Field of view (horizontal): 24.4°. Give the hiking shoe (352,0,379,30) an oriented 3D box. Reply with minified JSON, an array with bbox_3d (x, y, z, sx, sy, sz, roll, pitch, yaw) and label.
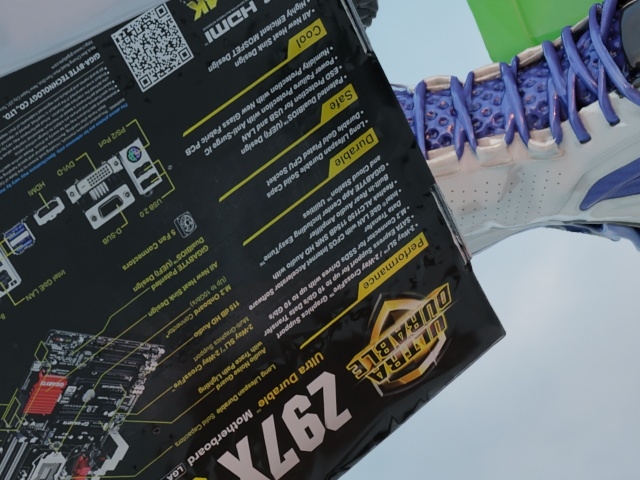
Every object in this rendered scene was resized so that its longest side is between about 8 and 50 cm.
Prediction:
[{"bbox_3d":[-0.069,-0.257,1.545,0.304,0.132,0.113,-7,-7,41],"label":"hiking shoe"}]

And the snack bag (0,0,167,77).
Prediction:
[{"bbox_3d":[-0.087,-0.211,0.419,0.342,0.037,0.323,-26,-54,-16],"label":"snack bag"}]

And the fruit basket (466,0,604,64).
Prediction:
[{"bbox_3d":[0.105,-0.305,0.995,0.283,0.392,0.392,-39,-28,-33],"label":"fruit basket"}]

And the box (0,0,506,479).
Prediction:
[{"bbox_3d":[-0.096,0.028,0.629,0.322,0.079,0.257,-38,-60,-20],"label":"box"}]

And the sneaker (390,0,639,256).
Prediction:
[{"bbox_3d":[0.141,-0.078,0.830,0.316,0.127,0.182,2,-34,2],"label":"sneaker"}]
